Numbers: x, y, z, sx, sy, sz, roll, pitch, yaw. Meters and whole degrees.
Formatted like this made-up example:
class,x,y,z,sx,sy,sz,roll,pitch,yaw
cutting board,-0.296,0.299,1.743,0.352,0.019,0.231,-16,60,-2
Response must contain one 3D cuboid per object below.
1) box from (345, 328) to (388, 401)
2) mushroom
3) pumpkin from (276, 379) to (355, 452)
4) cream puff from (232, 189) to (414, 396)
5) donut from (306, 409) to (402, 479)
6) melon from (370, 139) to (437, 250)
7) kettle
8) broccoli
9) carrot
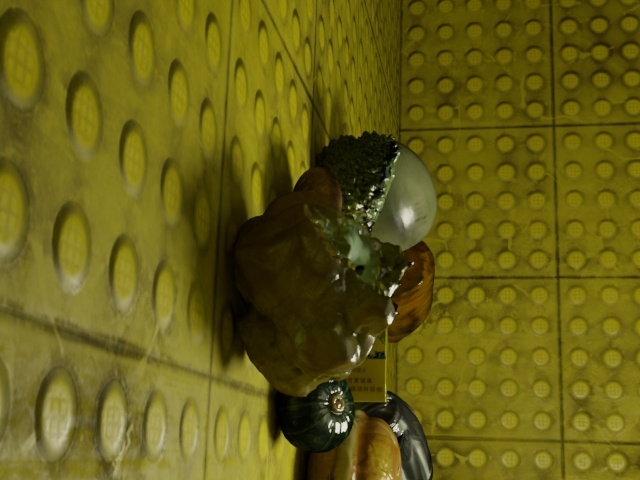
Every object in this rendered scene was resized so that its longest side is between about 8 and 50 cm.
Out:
class,x,y,z,sx,sy,sz,roll,pitch,yaw
box,0.077,0.229,2.141,0.041,0.153,0.278,32,59,-78
mushroom,0.000,0.000,1.757,0.278,0.146,0.278,-5,90,-90
pumpkin,-0.009,0.305,1.713,0.125,0.167,0.167,-30,-132,50
cream puff,-0.029,0.082,1.442,0.274,0.270,0.323,-58,179,18
donut,0.074,0.585,1.996,0.449,0.198,0.448,1,90,-82
melon,0.161,-0.106,2.356,0.308,0.272,0.271,50,30,-26
kettle,0.151,0.495,2.474,0.321,0.228,0.324,-119,-170,-48
broccoli,0.066,-0.129,2.128,0.273,0.180,0.242,107,4,-55
carrot,0.196,0.119,2.588,0.340,0.242,0.241,78,15,-59
